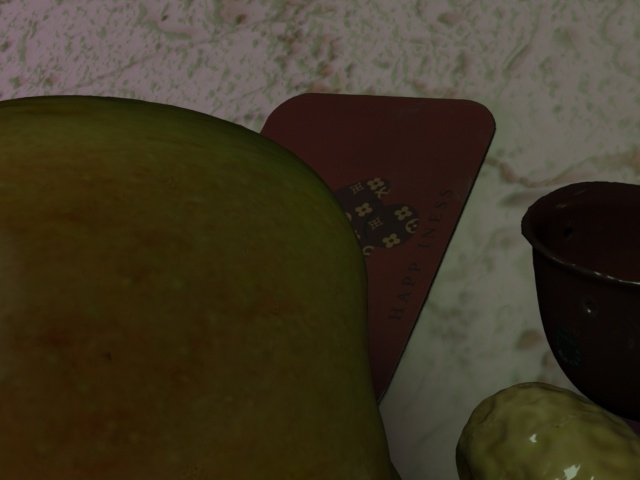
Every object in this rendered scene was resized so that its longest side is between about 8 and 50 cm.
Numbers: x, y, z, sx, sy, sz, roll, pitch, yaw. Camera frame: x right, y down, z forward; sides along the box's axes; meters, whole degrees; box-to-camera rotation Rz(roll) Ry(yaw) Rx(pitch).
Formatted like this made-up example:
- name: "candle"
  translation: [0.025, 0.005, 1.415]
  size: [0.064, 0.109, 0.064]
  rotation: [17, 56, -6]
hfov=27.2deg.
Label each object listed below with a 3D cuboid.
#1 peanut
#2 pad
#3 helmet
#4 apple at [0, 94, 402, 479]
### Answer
- name: "peanut"
  translation: [0.132, 0.151, 0.618]
  size: [0.108, 0.095, 0.226]
  rotation: [-24, 44, -3]
- name: "pad"
  translation: [0.000, 0.000, 0.876]
  size: [0.181, 0.004, 0.267]
  rotation: [6, 53, 28]
- name: "helmet"
  translation: [0.189, 0.038, 0.686]
  size: [0.175, 0.106, 0.155]
  rotation: [-11, 25, -22]
- name: "apple"
  translation: [-0.108, 0.095, 0.633]
  size: [0.305, 0.338, 0.338]
  rotation: [-14, 43, -16]
